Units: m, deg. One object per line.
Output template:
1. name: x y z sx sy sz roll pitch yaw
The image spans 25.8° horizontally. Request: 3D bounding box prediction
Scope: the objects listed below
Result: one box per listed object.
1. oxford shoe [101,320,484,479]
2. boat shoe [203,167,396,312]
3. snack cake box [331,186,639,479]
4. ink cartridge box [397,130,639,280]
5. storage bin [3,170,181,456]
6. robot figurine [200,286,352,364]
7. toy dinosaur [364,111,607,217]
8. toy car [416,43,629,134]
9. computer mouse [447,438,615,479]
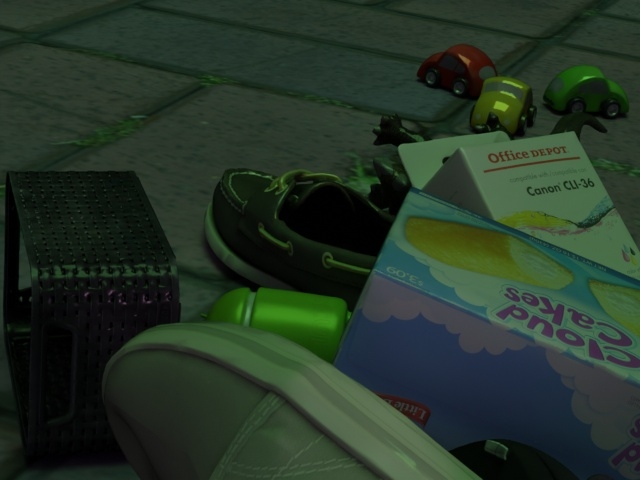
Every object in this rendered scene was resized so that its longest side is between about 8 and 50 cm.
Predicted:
1. oxford shoe: 0.013 0.162 0.571 0.130 0.169 0.449 -34 39 -22
2. boat shoe: 0.004 0.000 1.032 0.109 0.091 0.305 -6 25 -29
3. snack cake box: 0.147 0.077 0.811 0.264 0.089 0.152 23 22 3
4. ink cartridge box: 0.147 -0.007 0.984 0.115 0.067 0.198 -10 65 -35
5. storage bin: -0.144 0.039 0.851 0.084 0.122 0.180 -1 23 -18
6. robot figurine: -0.023 0.065 0.894 0.115 0.067 0.101 7 27 1
7. toy dinosaur: 0.138 -0.038 1.179 0.313 0.121 0.160 -5 36 -38
8. toy car: 0.246 -0.176 1.590 0.225 0.053 0.239 0 23 -15
9. computer mouse: 0.134 0.162 0.623 0.060 0.184 0.262 -38 3 -15
